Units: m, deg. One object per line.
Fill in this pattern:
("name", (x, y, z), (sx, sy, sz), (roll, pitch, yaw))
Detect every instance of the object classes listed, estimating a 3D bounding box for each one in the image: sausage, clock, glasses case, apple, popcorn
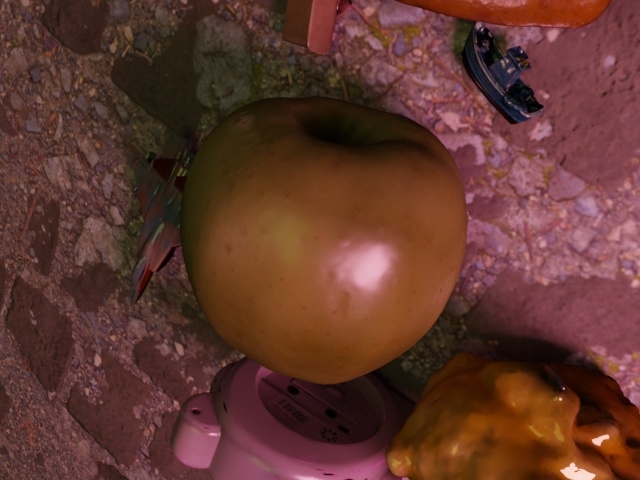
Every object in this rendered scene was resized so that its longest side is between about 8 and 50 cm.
("sausage", (0.194, -0.306, 0.670), (0.270, 0.109, 0.109), (19, 111, 22))
("clock", (-0.022, 0.260, 0.805), (0.295, 0.322, 0.114), (28, 109, 21))
("glasses case", (-0.001, -0.361, 0.799), (0.102, 0.070, 0.194), (36, 123, 49))
("apple", (0.000, 0.000, 0.721), (0.357, 0.357, 0.358), (7, 106, 28))
("popcorn", (0.241, 0.246, 0.678), (0.297, 0.315, 0.281), (46, 145, 43))

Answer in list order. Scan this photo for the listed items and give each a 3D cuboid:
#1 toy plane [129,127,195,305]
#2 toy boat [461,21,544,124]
("toy plane", (-0.266, -0.018, 1.005), (0.222, 0.104, 0.327), (37, 121, 18))
("toy boat", (0.222, -0.205, 0.703), (0.137, 0.060, 0.061), (58, 141, 12))
